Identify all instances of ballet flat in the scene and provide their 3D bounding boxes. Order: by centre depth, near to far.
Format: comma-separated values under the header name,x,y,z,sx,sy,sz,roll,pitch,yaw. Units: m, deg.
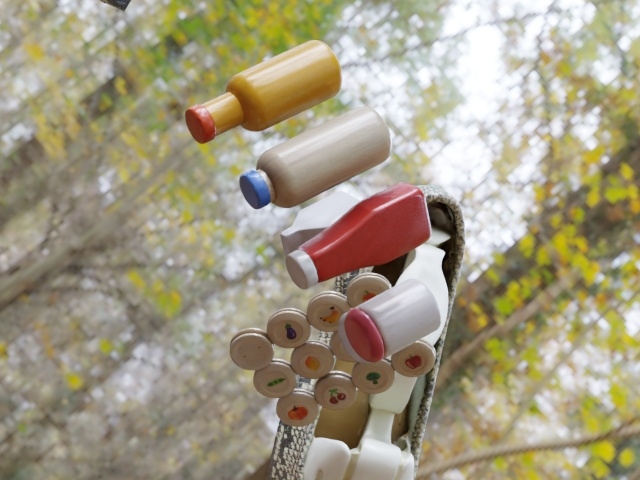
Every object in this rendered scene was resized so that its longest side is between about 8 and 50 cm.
name,x,y,z,sx,sy,sz,roll,pitch,yaw
ballet flat,0.056,0.162,1.520,0.164,0.482,0.182,18,-12,-16

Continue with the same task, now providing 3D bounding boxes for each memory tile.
name,x,y,z,sx,sy,sz,roll,pitch,yaw
memory tile,0.010,0.092,1.171,0.113,0.148,0.012,56,17,-27

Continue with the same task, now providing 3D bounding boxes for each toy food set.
name,x,y,z,sx,sy,sz,roll,pitch,yaw
toy food set,0.000,0.000,0.928,0.111,0.105,0.232,31,-39,51

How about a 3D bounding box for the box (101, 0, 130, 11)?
name,x,y,z,sx,sy,sz,roll,pitch,yaw
box,-0.094,-0.156,0.644,0.018,0.083,0.067,28,-3,43
